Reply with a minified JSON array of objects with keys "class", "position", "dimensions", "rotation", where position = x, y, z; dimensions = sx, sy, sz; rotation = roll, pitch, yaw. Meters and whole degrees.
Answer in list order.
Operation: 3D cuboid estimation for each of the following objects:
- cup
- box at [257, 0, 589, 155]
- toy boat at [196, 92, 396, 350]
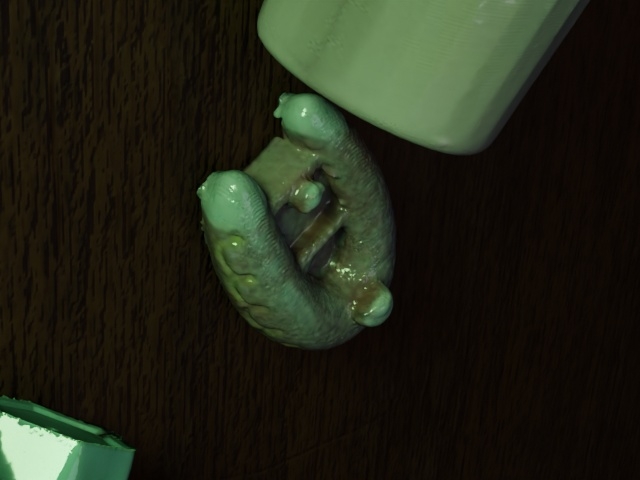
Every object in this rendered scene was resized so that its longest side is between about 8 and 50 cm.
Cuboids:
[{"class":"cup","position":[-0.203,0.223,1.008],"dimensions":[0.148,0.134,0.236],"rotation":[24,88,-30]},{"class":"box","position":[0.085,-0.188,1.069],"dimensions":[0.206,0.262,0.291],"rotation":[-59,159,17]},{"class":"toy boat","position":[0.000,0.000,1.184],"dimensions":[0.155,0.085,0.227],"rotation":[-50,146,-22]}]
